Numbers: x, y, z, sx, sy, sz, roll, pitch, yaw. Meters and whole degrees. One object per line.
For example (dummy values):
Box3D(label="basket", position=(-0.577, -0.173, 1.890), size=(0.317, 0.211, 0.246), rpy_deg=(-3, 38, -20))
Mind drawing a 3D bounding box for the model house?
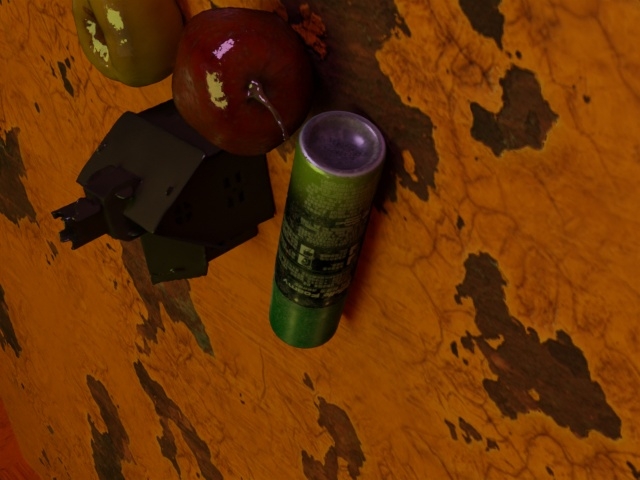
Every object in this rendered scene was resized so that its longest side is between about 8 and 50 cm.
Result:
Box3D(label="model house", position=(-0.208, -0.040, 1.525), size=(0.211, 0.243, 0.204), rpy_deg=(28, 137, 48))

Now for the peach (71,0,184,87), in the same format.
Box3D(label="peach", position=(-0.243, -0.277, 1.531), size=(0.179, 0.103, 0.179), rpy_deg=(41, 148, 32))

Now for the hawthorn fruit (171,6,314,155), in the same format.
Box3D(label="hawthorn fruit", position=(-0.075, -0.162, 1.250), size=(0.203, 0.162, 0.163), rpy_deg=(-144, 32, -77))

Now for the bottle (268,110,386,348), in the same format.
Box3D(label="bottle", position=(0.000, 0.000, 1.355), size=(0.093, 0.093, 0.330), rpy_deg=(50, 151, 25))
